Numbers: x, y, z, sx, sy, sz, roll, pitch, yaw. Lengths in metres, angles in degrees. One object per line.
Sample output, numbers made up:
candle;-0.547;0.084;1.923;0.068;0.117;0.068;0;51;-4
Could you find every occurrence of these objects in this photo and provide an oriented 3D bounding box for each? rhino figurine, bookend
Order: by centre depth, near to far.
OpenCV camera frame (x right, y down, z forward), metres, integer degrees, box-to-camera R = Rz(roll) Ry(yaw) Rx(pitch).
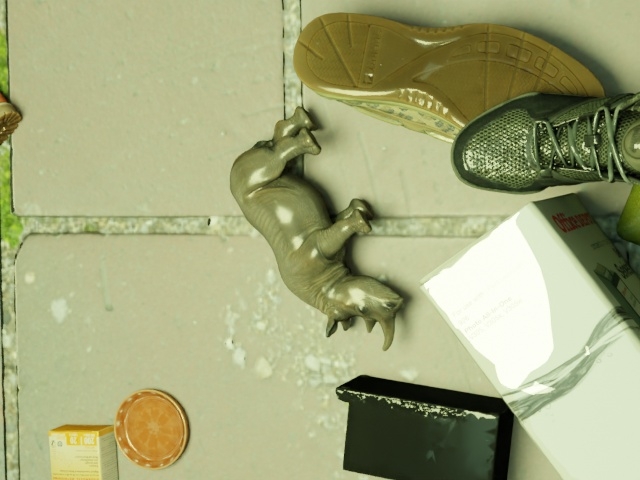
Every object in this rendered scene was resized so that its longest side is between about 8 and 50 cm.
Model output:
bookend;0.092;0.219;1.179;0.156;0.072;0.157;7;96;20
rhino figurine;0.000;0.000;1.200;0.106;0.073;0.243;-33;83;15

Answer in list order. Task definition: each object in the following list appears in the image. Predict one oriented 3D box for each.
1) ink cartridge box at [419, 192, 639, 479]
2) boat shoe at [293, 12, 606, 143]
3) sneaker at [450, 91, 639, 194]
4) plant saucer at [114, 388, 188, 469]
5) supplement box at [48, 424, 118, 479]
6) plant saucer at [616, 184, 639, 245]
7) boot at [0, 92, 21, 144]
ink cartridge box;0.234;0.107;1.047;0.121;0.211;0.289;-39;80;18
boat shoe;0.119;-0.142;1.149;0.285;0.089;0.105;17;84;15
sneaker;0.216;-0.082;1.019;0.227;0.130;0.087;-1;91;10
plant saucer;-0.174;0.195;1.305;0.083;0.013;0.084;1;94;19
supplement box;-0.247;0.244;1.322;0.062;0.036;0.098;-3;93;21
plant saucer;0.371;-0.055;1.076;0.188;0.045;0.188;23;101;17
boot;-0.400;-0.111;1.349;0.158;0.059;0.085;-42;76;9
